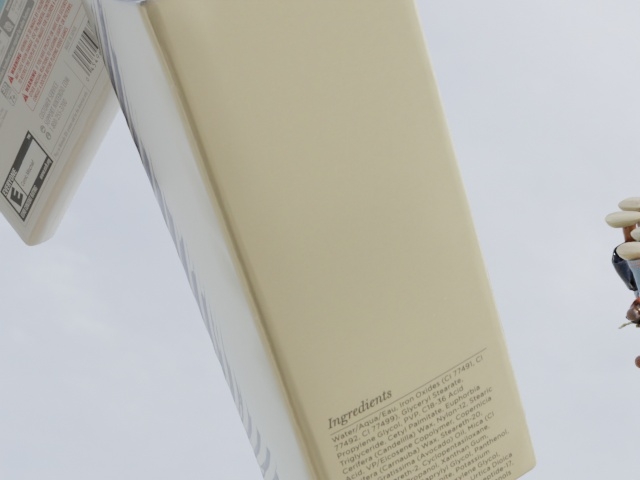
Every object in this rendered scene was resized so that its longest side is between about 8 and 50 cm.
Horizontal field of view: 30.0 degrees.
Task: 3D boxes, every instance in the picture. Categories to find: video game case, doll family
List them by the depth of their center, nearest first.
[{"bbox_3d":[-0.176,-0.132,0.655,0.023,0.193,0.212,-27,-19,-46],"label":"video game case"},{"bbox_3d":[0.231,0.025,0.748,0.076,0.193,0.111,9,-59,49],"label":"doll family"}]

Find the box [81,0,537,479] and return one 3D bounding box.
[{"bbox_3d":[0.000,0.000,0.524,0.113,0.094,0.275,-25,-65,-19],"label":"box"}]
